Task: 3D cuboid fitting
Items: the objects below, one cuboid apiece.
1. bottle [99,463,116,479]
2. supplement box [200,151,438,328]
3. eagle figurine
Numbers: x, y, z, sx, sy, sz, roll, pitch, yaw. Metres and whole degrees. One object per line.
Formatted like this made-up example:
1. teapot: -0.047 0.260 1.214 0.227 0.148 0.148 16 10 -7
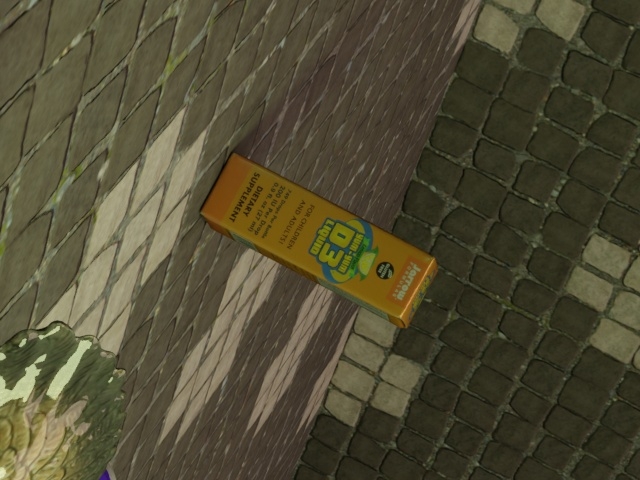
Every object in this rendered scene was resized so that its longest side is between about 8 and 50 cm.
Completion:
1. bottle: -0.244 0.231 1.636 0.118 0.092 0.283 -63 172 7
2. supplement box: 0.000 0.000 1.921 0.078 0.233 0.080 -62 173 -7
3. eagle figurine: -0.244 0.180 1.023 0.225 0.298 0.226 16 65 -45
